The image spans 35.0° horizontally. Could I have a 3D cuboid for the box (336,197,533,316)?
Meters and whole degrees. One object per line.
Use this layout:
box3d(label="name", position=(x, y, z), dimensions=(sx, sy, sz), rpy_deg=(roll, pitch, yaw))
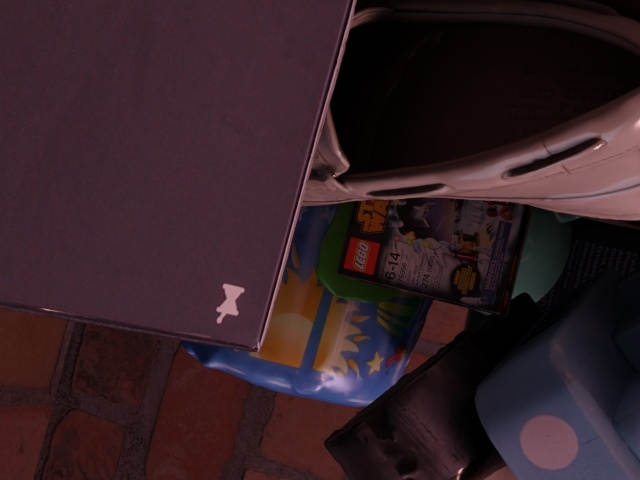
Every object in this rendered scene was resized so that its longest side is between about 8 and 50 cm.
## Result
box3d(label="box", position=(0.070, -0.036, 0.552), dimensions=(0.094, 0.137, 0.027), rpy_deg=(13, 177, 21))

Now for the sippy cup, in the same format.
box3d(label="sippy cup", position=(0.000, 0.000, 0.768), dimensions=(0.240, 0.224, 0.305), rpy_deg=(13, 176, 25))

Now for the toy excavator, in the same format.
box3d(label="toy excavator", position=(0.225, 0.071, 0.490), dimensions=(0.222, 0.445, 0.433), rpy_deg=(54, -157, 7))

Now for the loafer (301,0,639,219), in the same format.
box3d(label="loafer", position=(0.023, -0.072, 0.484), dimensions=(0.319, 0.112, 0.111), rpy_deg=(4, 167, 31))

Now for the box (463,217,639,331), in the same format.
box3d(label="box", position=(0.355, 0.113, 0.896), dimensions=(0.293, 0.212, 0.395), rpy_deg=(11, -176, -25))

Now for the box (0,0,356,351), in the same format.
box3d(label="box", position=(-0.218, -0.095, 0.402), dimensions=(0.312, 0.179, 0.343), rpy_deg=(14, 178, 43))

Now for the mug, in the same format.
box3d(label="mug", position=(0.144, -0.018, 0.876), dimensions=(0.097, 0.158, 0.129), rpy_deg=(20, -162, -43))
